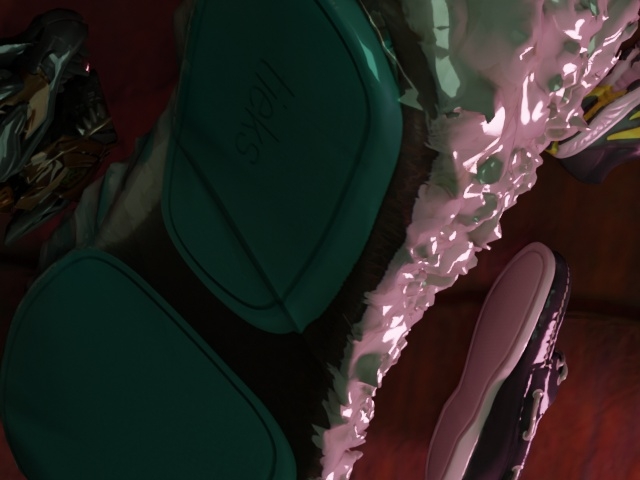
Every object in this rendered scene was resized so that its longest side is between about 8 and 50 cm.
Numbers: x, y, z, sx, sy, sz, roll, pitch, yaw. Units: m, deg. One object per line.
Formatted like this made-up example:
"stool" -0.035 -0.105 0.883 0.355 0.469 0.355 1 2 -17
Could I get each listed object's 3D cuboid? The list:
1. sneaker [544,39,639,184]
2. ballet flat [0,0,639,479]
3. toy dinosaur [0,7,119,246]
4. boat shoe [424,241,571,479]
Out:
"sneaker" 0.129 -0.054 0.807 0.083 0.031 0.035 -32 128 8
"ballet flat" 0.000 0.000 0.673 0.147 0.147 0.409 12 152 -15
"toy dinosaur" -0.238 -0.032 0.689 0.322 0.164 0.218 -28 133 -21
"boat shoe" 0.081 0.059 0.833 0.038 0.046 0.125 14 112 -16
